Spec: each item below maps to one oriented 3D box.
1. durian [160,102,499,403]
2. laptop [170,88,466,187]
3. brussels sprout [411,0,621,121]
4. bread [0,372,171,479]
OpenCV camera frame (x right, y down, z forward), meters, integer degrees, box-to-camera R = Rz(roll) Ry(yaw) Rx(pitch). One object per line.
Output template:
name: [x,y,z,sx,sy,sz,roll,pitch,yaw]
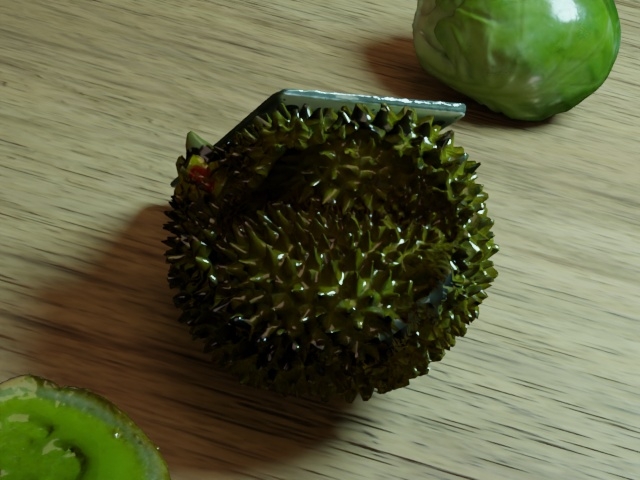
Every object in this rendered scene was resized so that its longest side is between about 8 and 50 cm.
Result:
durian: [0.002,0.011,1.044,0.292,0.258,0.258,-2,34,9]
laptop: [-0.010,-0.084,1.174,0.187,0.269,0.015,2,74,-27]
brussels sprout: [0.242,-0.258,1.529,0.244,0.244,0.244,8,35,-6]
bread: [-0.212,0.192,0.864,0.236,0.070,0.236,7,35,-5]
